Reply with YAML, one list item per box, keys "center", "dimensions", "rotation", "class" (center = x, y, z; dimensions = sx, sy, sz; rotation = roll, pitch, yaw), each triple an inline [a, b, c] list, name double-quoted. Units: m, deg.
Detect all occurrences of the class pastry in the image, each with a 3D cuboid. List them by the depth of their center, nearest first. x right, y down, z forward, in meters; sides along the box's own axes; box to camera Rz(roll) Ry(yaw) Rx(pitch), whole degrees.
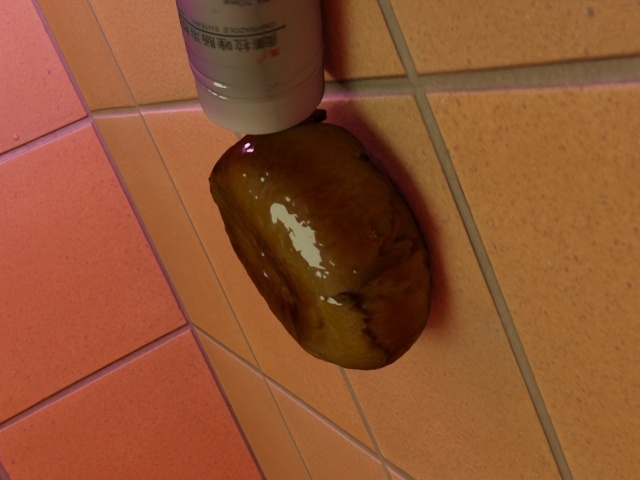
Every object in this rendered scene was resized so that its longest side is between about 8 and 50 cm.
- center: [0.000, 0.000, 1.225]
  dimensions: [0.356, 0.164, 0.356]
  rotation: [48, 160, 23]
  class: "pastry"

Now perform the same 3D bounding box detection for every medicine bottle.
- center: [-0.075, -0.249, 1.055]
  dimensions: [0.152, 0.152, 0.254]
  rotation: [50, 159, 35]
  class: "medicine bottle"
